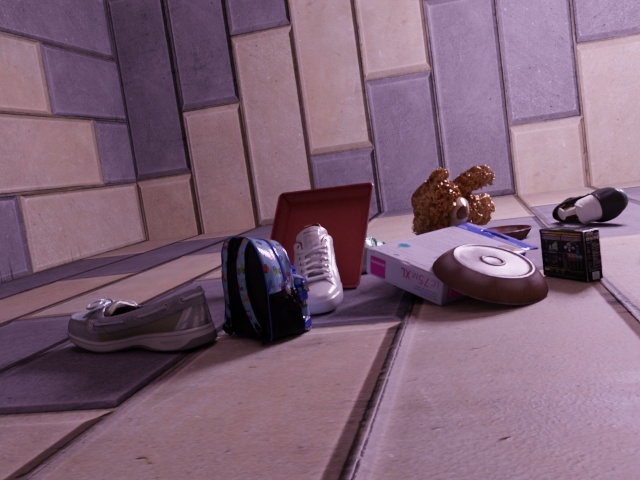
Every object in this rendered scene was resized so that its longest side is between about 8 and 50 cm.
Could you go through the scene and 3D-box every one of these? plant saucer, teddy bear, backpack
[{"bbox_3d":[0.501,-0.018,1.848,0.169,0.029,0.168,-8,7,1],"label":"plant saucer"},{"bbox_3d":[0.000,0.000,1.542,0.259,0.259,0.048,-4,-26,30],"label":"plant saucer"},{"bbox_3d":[0.326,-0.055,1.561,0.245,0.113,0.338,-41,-29,-3],"label":"teddy bear"},{"bbox_3d":[0.294,0.049,1.145,0.199,0.036,0.198,5,23,-2],"label":"plant saucer"},{"bbox_3d":[-0.097,0.073,1.114,0.117,0.173,0.158,-12,7,-34],"label":"backpack"}]

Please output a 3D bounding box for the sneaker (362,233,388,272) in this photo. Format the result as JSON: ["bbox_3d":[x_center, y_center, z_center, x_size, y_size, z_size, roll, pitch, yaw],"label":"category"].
[{"bbox_3d":[0.130,-0.003,1.627,0.256,0.151,0.094,-8,4,-13],"label":"sneaker"}]

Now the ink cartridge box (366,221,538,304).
[{"bbox_3d":[0.263,0.037,1.302,0.311,0.065,0.186,-16,27,-39],"label":"ink cartridge box"}]

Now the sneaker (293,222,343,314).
[{"bbox_3d":[-0.020,0.047,1.330,0.106,0.123,0.290,-13,21,2],"label":"sneaker"}]

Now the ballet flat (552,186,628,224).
[{"bbox_3d":[0.759,-0.086,1.906,0.096,0.095,0.280,-19,-2,-11],"label":"ballet flat"}]

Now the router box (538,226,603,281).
[{"bbox_3d":[0.459,0.023,1.225,0.038,0.092,0.122,-10,7,-20],"label":"router box"}]

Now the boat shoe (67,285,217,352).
[{"bbox_3d":[-0.321,0.134,1.166,0.321,0.103,0.118,-4,7,33],"label":"boat shoe"}]
